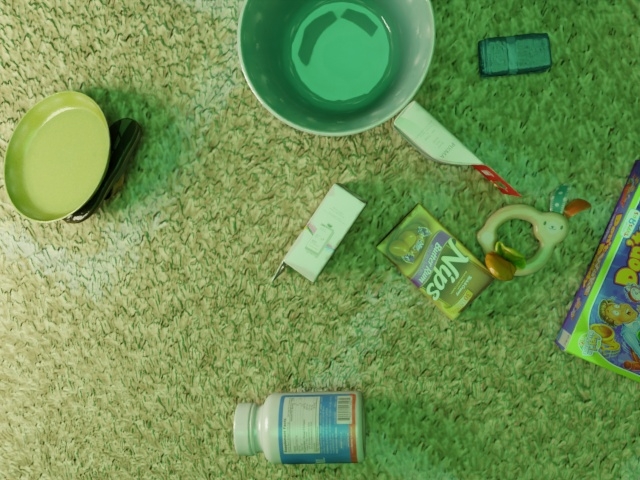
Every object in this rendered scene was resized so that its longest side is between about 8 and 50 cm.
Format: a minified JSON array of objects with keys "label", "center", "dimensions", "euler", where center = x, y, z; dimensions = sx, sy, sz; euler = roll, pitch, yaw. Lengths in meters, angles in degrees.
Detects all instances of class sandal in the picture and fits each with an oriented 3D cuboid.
[{"label":"sandal","center":[-0.387,-0.119,1.341],"dimensions":[0.090,0.060,0.219],"euler":[31,87,28]}]

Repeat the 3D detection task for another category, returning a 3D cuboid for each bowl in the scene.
[{"label":"bowl","center":[0.031,-0.323,1.234],"dimensions":[0.311,0.163,0.311],"euler":[0,94,6]}]

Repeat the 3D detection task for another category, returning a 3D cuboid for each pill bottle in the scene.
[{"label":"pill bottle","center":[-0.034,0.327,1.303],"dimensions":[0.221,0.124,0.124],"euler":[-3,94,7]}]

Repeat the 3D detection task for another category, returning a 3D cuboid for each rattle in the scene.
[{"label":"rattle","center":[0.361,-0.020,1.239],"dimensions":[0.200,0.143,0.130],"euler":[-27,72,13]}]

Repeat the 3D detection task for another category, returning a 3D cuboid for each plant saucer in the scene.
[{"label":"plant saucer","center":[-0.459,-0.145,1.321],"dimensions":[0.241,0.037,0.241],"euler":[-6,77,24]}]

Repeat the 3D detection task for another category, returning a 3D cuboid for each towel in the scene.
[{"label":"towel","center":[0.331,-0.316,1.272],"dimensions":[0.119,0.029,0.067],"euler":[-4,94,7]}]

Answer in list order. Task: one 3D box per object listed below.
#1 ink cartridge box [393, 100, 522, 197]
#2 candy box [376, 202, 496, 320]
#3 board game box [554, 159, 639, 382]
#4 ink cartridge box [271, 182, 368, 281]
[{"label":"ink cartridge box","center":[0.216,-0.132,1.220],"dimensions":[0.225,0.181,0.056],"euler":[44,97,0]},{"label":"candy box","center":[0.200,0.036,1.297],"dimensions":[0.187,0.053,0.109],"euler":[44,96,0]},{"label":"board game box","center":[0.578,0.067,1.249],"dimensions":[0.233,0.078,0.347],"euler":[22,96,4]},{"label":"ink cartridge box","center":[0.000,0.000,1.282],"dimensions":[0.067,0.115,0.198],"euler":[35,97,2]}]
